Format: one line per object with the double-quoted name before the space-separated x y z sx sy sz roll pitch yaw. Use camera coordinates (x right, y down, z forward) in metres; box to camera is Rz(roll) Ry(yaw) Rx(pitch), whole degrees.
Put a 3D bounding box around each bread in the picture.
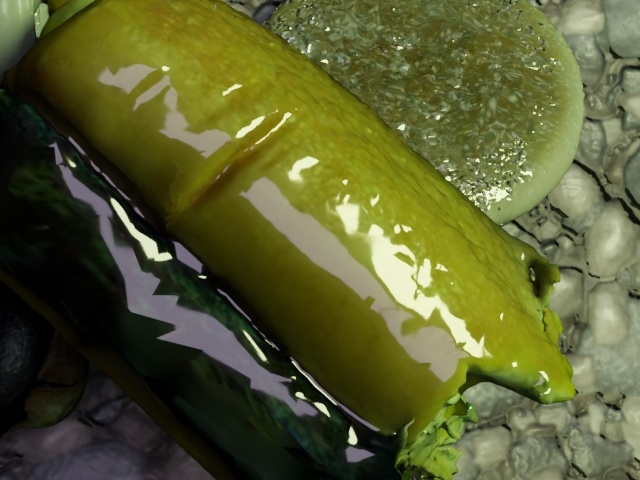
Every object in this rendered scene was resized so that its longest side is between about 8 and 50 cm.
"bread" -0.034 0.003 0.722 0.376 0.251 0.208 40 105 -1
"bread" 0.073 -0.120 0.904 0.267 0.040 0.267 3 57 -5

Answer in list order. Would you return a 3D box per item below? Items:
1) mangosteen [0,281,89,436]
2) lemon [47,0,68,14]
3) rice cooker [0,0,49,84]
"mangosteen" -0.252 0.034 0.790 0.243 0.243 0.243 2 81 -10
"lemon" -0.141 -0.185 0.891 0.133 0.109 0.109 10 79 6
"rice cooker" -0.296 -0.194 0.766 0.244 0.226 0.226 -6 82 -10
